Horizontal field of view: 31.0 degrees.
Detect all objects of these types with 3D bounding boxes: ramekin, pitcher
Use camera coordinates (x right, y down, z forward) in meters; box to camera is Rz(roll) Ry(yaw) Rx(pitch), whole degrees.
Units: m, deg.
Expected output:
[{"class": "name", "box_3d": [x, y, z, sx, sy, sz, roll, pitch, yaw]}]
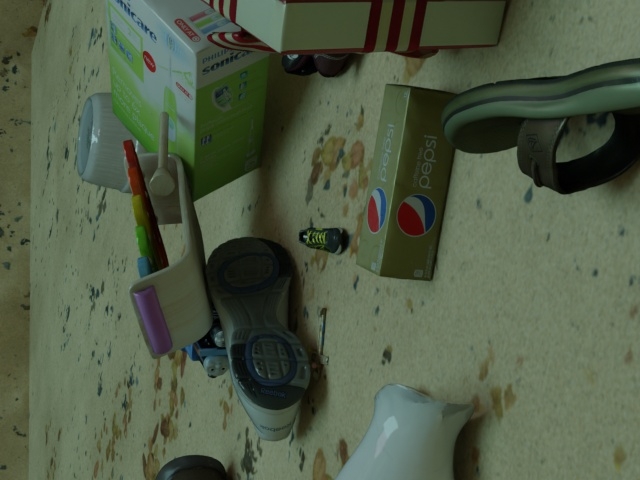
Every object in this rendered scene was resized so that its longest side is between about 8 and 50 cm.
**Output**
[{"class": "ramekin", "box_3d": [-0.425, -0.204, 2.337, 0.207, 0.109, 0.207, -174, 90, -69]}, {"class": "pitcher", "box_3d": [0.063, 0.231, 1.029, 0.178, 0.126, 0.207, 113, 172, -85]}]

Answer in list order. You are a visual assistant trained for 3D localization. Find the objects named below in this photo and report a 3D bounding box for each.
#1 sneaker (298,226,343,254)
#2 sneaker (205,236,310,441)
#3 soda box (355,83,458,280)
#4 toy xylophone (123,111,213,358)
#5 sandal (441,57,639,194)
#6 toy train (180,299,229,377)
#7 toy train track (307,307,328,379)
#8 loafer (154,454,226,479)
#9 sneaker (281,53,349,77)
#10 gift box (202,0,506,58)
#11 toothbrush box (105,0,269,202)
[{"class": "sneaker", "box_3d": [0.000, 0.000, 1.328, 0.083, 0.035, 0.031, 174, 100, -68]}, {"class": "sneaker", "box_3d": [-0.084, 0.115, 1.420, 0.297, 0.111, 0.129, -100, 11, -45]}, {"class": "soda box", "box_3d": [0.084, -0.056, 1.106, 0.061, 0.058, 0.181, -152, 69, -67]}, {"class": "toy xylophone", "box_3d": [-0.199, -0.020, 1.440, 0.322, 0.081, 0.236, -107, 5, -63]}, {"class": "sandal", "box_3d": [0.181, -0.075, 0.806, 0.303, 0.120, 0.086, -176, 78, -68]}, {"class": "toy train", "box_3d": [-0.164, 0.124, 1.654, 0.184, 0.080, 0.105, -134, 44, -59]}, {"class": "toy train track", "box_3d": [-0.005, 0.119, 1.339, 0.048, 0.014, 0.083, 179, 97, -68]}, {"class": "loafer", "box_3d": [-0.214, 0.475, 1.599, 0.130, 0.134, 0.365, -123, 44, -58]}, {"class": "sneaker", "box_3d": [-0.027, -0.290, 1.386, 0.281, 0.106, 0.162, -114, 34, -51]}, {"class": "gift box", "box_3d": [0.022, -0.300, 1.043, 0.276, 0.255, 0.258, -134, 45, -54]}, {"class": "toothbrush box", "box_3d": [-0.177, -0.225, 1.521, 0.206, 0.122, 0.283, 47, 150, 24]}]
